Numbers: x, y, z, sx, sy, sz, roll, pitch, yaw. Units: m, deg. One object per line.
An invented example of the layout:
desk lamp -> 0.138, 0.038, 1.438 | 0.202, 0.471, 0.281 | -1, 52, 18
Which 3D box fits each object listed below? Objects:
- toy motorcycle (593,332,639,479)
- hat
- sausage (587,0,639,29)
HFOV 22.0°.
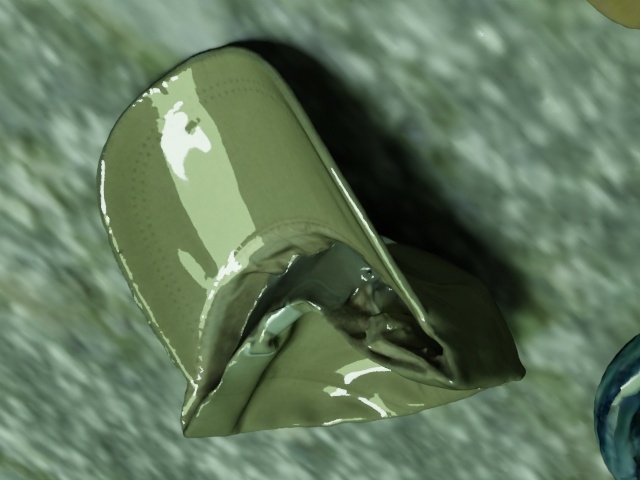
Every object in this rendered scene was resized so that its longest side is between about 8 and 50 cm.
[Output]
toy motorcycle -> 0.278, 0.076, 0.639 | 0.319, 0.241, 0.182 | 38, 178, -24
hat -> 0.000, 0.000, 0.753 | 0.166, 0.144, 0.173 | -13, 84, 38
sausage -> 0.189, -0.153, 0.484 | 0.066, 0.066, 0.301 | 40, 136, -18
